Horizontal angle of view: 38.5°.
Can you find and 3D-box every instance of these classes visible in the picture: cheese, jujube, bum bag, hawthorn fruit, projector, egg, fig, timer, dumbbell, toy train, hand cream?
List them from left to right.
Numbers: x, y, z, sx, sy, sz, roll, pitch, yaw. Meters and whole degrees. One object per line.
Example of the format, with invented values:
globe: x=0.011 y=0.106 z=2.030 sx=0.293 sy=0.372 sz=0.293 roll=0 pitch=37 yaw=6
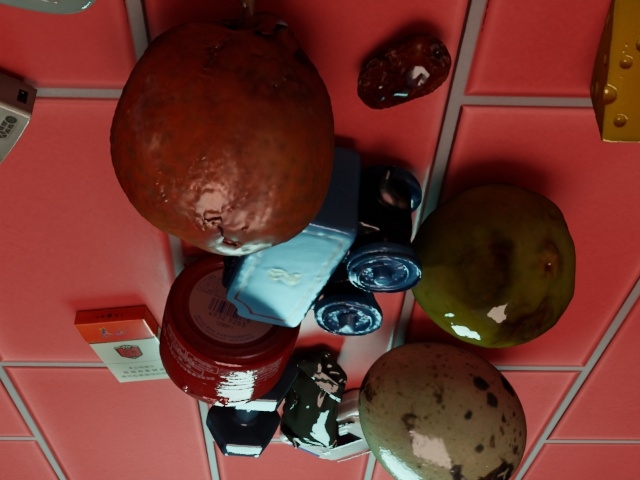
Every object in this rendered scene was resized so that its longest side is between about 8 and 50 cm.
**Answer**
projector: x=-0.445 y=-0.162 z=1.177 sx=0.115 sy=0.061 sz=0.147 roll=21 pitch=141 yaw=-30
hand cream: x=-0.148 y=0.141 z=1.491 sx=0.230 sy=0.230 sz=0.149 roll=6 pitch=145 yaw=-10
hawthorn fruit: x=-0.104 y=-0.150 z=1.054 sx=0.276 sy=0.276 sz=0.307 roll=6 pitch=117 yaw=-10
dumbbell: x=-0.141 y=0.312 z=1.819 sx=0.144 sy=0.156 sz=0.316 roll=30 pitch=146 yaw=8
bum bag: x=-0.009 y=0.329 z=1.881 sx=0.142 sy=0.079 sz=0.326 roll=24 pitch=138 yaw=13
toy train: x=0.000 y=0.000 z=1.324 sx=0.265 sy=0.188 sz=0.300 roll=14 pitch=145 yaw=-12
timer: x=0.047 y=0.420 z=2.042 sx=0.253 sy=0.078 sz=0.178 roll=-27 pitch=137 yaw=35
jujube: x=0.099 y=-0.201 z=1.117 sx=0.077 sy=0.077 sz=0.129 roll=26 pitch=144 yaw=-34
egg: x=0.228 y=0.338 z=1.741 sx=0.288 sy=0.287 sz=0.379 roll=-26 pitch=125 yaw=33
fig: x=0.236 y=0.034 z=1.354 sx=0.239 sy=0.239 sz=0.271 roll=28 pitch=164 yaw=-36
cheese: x=0.384 y=-0.221 z=1.092 sx=0.093 sy=0.126 sz=0.171 roll=3 pitch=128 yaw=6

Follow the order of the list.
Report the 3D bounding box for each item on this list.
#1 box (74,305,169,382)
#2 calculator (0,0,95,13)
box: x=-0.359 y=0.201 z=1.747 sx=0.139 sy=0.035 sz=0.245 roll=-5 pitch=147 yaw=7
calculator: x=-0.323 y=-0.321 z=0.961 sx=0.295 sy=0.042 sz=0.184 roll=10 pitch=145 yaw=-11
